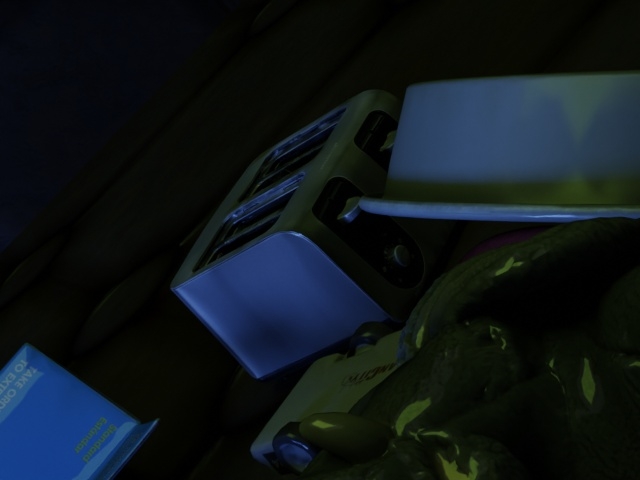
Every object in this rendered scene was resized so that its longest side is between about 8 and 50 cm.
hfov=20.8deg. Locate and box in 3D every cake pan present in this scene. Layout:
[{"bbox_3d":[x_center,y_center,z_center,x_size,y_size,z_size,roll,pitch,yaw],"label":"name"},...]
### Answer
[{"bbox_3d":[0.162,-0.040,0.718,0.293,0.054,0.293,-1,3,0],"label":"cake pan"}]

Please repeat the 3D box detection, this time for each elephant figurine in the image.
[{"bbox_3d":[0.074,0.055,0.484,0.239,0.186,0.169,-18,48,30],"label":"elephant figurine"}]

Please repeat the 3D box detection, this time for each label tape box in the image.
[{"bbox_3d":[-0.246,0.196,1.213,0.241,0.106,0.333,-50,2,-18],"label":"label tape box"}]

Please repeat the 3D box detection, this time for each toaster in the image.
[{"bbox_3d":[0.000,0.000,1.236,0.185,0.110,0.168,-28,22,44],"label":"toaster"}]

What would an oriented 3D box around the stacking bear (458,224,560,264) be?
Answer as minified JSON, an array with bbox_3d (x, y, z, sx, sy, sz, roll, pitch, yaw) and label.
[{"bbox_3d":[0.052,0.163,0.657,0.289,0.175,0.164,-58,22,-19],"label":"stacking bear"}]

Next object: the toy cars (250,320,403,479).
[{"bbox_3d":[-0.027,0.159,0.966,0.393,0.087,0.176,-37,14,11],"label":"toy cars"}]
